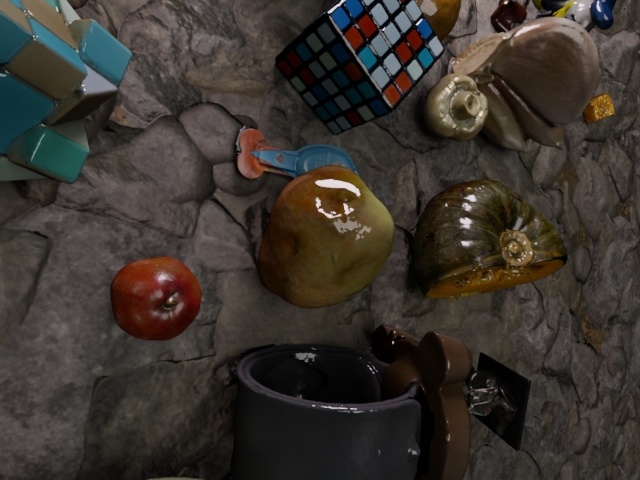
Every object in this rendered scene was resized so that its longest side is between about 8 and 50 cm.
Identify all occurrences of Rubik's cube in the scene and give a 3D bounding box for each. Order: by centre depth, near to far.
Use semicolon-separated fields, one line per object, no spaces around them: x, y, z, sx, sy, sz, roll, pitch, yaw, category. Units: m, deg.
-0.357;-0.168;0.481;0.265;0.224;0.213;-37;154;8;Rubik's cube
0.066;-0.324;0.763;0.187;0.182;0.184;45;69;-22;Rubik's cube

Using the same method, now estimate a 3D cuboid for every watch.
0.025;0.272;0.687;0.327;0.335;0.313;6;92;-12;watch

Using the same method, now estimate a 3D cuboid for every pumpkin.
0.326;-0.003;0.926;0.325;0.242;0.232;0;60;-27;pumpkin
0.825;-0.395;1.301;0.084;0.054;0.074;-21;97;-8;pumpkin

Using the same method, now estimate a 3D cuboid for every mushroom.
0.290;-0.283;0.936;0.148;0.112;0.147;-4;100;-26;mushroom

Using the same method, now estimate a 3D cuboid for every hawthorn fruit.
-0.231;0.088;0.615;0.125;0.140;0.125;-11;125;-16;hawthorn fruit

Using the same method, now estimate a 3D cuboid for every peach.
0.000;0.000;0.704;0.235;0.214;0.214;-44;112;-2;peach

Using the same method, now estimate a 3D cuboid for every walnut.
0.187;-0.456;0.854;0.167;0.167;0.207;40;68;-24;walnut

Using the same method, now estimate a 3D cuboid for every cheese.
-0.032;-0.135;0.787;0.256;0.037;0.106;9;83;-29;cheese

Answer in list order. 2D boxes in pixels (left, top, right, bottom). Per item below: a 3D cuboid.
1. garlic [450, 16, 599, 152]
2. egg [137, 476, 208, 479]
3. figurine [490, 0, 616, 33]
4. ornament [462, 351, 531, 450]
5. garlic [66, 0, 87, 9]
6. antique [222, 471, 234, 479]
0.473;-0.358;0.989;0.325;0.279;0.132;29;40;-20;garlic
-0.222;0.441;0.507;0.380;0.288;0.287;-3;91;-15;egg
0.558;-0.578;1.019;0.284;0.338;0.204;-16;136;5;figurine
0.300;0.334;0.929;0.196;0.166;0.153;6;96;-19;ornament
-0.360;-0.355;0.553;0.159;0.102;0.147;21;79;-6;garlic
-0.188;0.435;0.693;0.192;0.015;0.031;-39;109;-25;antique
